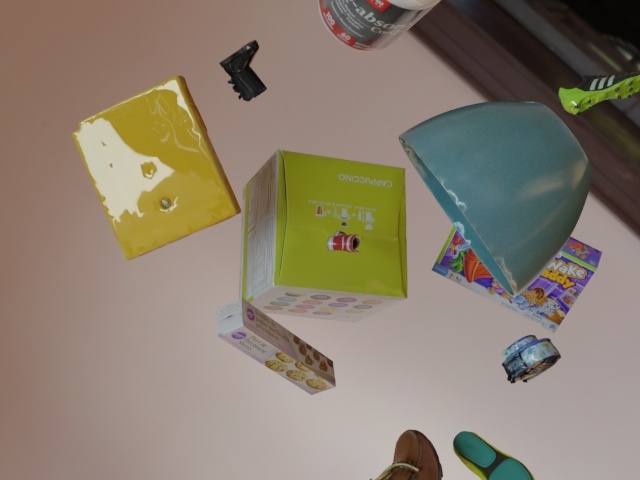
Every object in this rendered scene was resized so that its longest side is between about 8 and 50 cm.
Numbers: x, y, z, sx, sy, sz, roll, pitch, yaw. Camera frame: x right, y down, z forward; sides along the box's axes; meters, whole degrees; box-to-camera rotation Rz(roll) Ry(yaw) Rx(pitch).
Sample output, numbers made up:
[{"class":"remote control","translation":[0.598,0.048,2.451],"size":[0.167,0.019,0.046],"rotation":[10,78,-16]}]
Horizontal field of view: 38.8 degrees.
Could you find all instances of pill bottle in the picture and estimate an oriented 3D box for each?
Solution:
[{"class":"pill bottle","translation":[0.148,-0.542,1.850],"size":[0.210,0.210,0.363],"rotation":[-41,5,-22]}]

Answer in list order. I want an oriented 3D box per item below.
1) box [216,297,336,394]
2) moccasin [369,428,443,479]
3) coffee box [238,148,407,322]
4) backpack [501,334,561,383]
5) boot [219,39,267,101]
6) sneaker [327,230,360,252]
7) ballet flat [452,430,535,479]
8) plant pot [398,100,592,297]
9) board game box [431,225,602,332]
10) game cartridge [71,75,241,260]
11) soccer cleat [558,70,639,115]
[{"class":"box","translation":[-0.081,0.215,1.782],"size":[0.067,0.063,0.324],"rotation":[-24,-40,22]},{"class":"moccasin","translation":[0.120,0.484,1.607],"size":[0.139,0.147,0.380],"rotation":[-58,5,45]},{"class":"coffee box","translation":[0.000,0.000,2.266],"size":[0.337,0.338,0.334],"rotation":[7,-16,-19]},{"class":"backpack","translation":[0.470,0.259,2.034],"size":[0.114,0.084,0.105],"rotation":[-37,-25,27]},{"class":"boot","translation":[-0.144,-0.343,1.848],"size":[0.121,0.099,0.045],"rotation":[-22,17,45]},{"class":"sneaker","translation":[0.059,0.003,1.956],"size":[0.118,0.067,0.042],"rotation":[-31,-59,-73]},{"class":"ballet flat","translation":[0.339,0.441,1.718],"size":[0.077,0.231,0.077],"rotation":[-41,-55,-10]},{"class":"plant pot","translation":[0.275,-0.091,1.321],"size":[0.195,0.290,0.290],"rotation":[-36,-10,4]},{"class":"board game box","translation":[0.479,0.051,2.248],"size":[0.078,0.347,0.233],"rotation":[-53,-13,-49]},{"class":"game cartridge","translation":[-0.359,-0.155,1.976],"size":[0.285,0.324,0.052],"rotation":[-22,2,14]},{"class":"soccer cleat","translation":[0.560,-0.306,1.798],"size":[0.178,0.072,0.060],"rotation":[-19,-34,-2]}]
